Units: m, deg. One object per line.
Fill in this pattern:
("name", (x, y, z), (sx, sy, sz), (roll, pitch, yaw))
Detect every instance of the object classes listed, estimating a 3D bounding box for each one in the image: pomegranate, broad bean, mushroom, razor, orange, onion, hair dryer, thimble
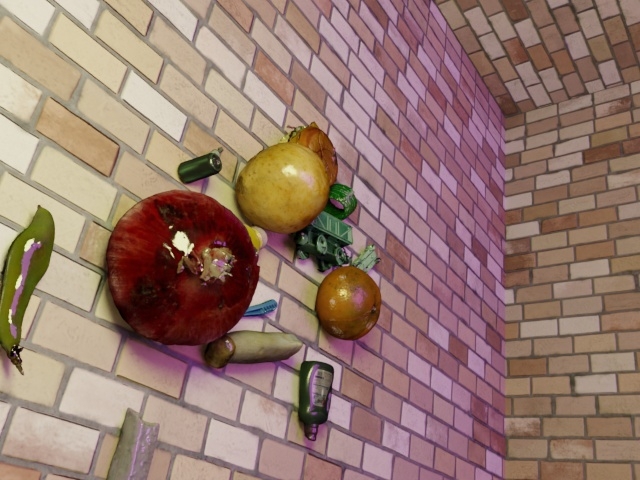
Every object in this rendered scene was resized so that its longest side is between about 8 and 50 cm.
("pomegranate", (-0.101, -0.144, 1.701), (0.260, 0.260, 0.260), (22, 63, -51))
("broad bean", (-0.552, 0.084, 1.156), (0.075, 0.067, 0.325), (12, 69, -21))
("mushroom", (-0.172, 0.277, 1.617), (0.312, 0.100, 0.081), (10, 50, -54))
("razor", (-0.196, 0.195, 1.653), (0.253, 0.042, 0.082), (-15, 135, -57))
("orange", (0.093, 0.195, 1.935), (0.240, 0.171, 0.240), (-15, 109, -51))
("onion", (-0.279, 0.058, 1.341), (0.348, 0.285, 0.347), (4, 82, -33))
("hair dryer", (-0.285, -0.212, 1.617), (0.197, 0.100, 0.057), (-66, 138, -61))
("thimble", (0.050, -0.122, 2.024), (0.090, 0.130, 0.118), (-42, 109, -48))

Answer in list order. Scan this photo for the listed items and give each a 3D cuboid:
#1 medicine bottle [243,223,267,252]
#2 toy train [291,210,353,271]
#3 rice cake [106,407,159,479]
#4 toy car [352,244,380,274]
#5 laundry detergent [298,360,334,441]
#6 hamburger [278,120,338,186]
("medicine bottle", (-0.213, 0.013, 1.613), (0.212, 0.122, 0.122), (-26, 102, -66))
("toy train", (0.000, 0.000, 1.940), (0.269, 0.115, 0.154), (25, 52, -50))
("rice cake", (-0.397, 0.537, 1.233), (0.064, 0.070, 0.399), (41, 49, -47))
("toy car", (0.157, 0.074, 2.192), (0.143, 0.054, 0.073), (-44, 115, -47))
("laundry detergent", (-0.012, 0.466, 1.806), (0.144, 0.078, 0.221), (31, 55, -53))
("hamburger", (-0.045, -0.241, 1.914), (0.262, 0.139, 0.243), (-40, 115, -52))
